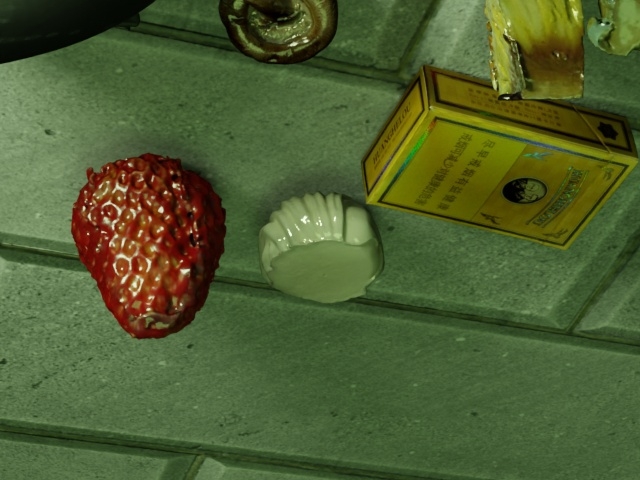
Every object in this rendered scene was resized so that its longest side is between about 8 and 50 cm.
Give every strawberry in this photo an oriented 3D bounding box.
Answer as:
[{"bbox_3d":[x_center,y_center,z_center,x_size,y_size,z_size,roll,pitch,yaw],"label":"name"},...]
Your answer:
[{"bbox_3d":[-0.215,0.017,2.180,0.205,0.244,0.205,-4,139,-3],"label":"strawberry"}]

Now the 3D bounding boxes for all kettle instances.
[{"bbox_3d":[-0.292,-0.323,1.805,0.290,0.207,0.268,-11,129,-12],"label":"kettle"}]

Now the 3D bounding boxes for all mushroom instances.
[{"bbox_3d":[-0.057,-0.274,1.971,0.135,0.080,0.170,-33,134,13],"label":"mushroom"}]

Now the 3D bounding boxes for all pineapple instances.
[{"bbox_3d":[0.247,-0.232,1.968,0.114,0.186,0.236,-7,135,1],"label":"pineapple"}]

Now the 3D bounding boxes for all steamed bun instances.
[{"bbox_3d":[0.000,0.000,2.293,0.182,0.106,0.183,0,142,0],"label":"steamed bun"}]

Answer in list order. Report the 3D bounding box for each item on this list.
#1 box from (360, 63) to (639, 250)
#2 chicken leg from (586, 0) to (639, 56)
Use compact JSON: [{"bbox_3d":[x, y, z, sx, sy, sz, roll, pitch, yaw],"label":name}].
[{"bbox_3d":[0.228,-0.101,2.207,0.301,0.084,0.193,12,138,-20],"label":"box"},{"bbox_3d":[0.451,-0.374,1.857,0.201,0.153,0.429,16,129,-21],"label":"chicken leg"}]
